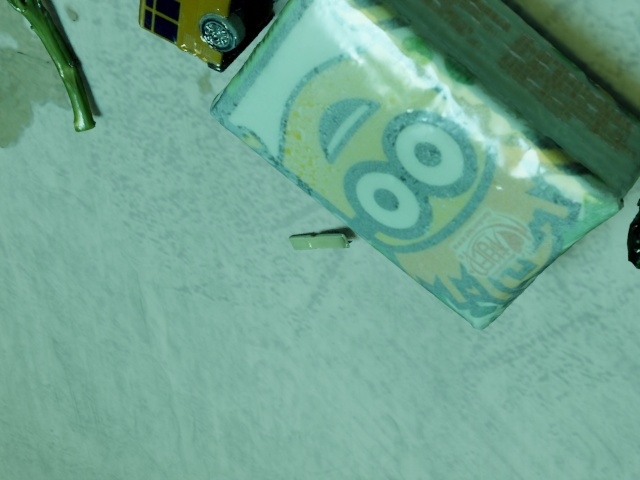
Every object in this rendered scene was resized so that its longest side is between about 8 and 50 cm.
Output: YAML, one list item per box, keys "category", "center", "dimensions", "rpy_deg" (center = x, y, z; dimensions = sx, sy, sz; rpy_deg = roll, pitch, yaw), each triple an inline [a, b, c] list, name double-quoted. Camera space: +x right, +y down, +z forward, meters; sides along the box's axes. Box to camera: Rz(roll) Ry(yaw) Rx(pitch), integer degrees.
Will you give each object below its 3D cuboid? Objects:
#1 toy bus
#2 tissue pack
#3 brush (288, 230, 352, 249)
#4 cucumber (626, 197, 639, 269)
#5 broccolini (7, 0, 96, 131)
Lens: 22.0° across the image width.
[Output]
- category: "toy bus"
  center: [-0.087, -0.255, 1.372]
  dimensions: [0.114, 0.098, 0.201]
  rpy_deg: [28, 141, 13]
- category: "tissue pack"
  center: [0.089, -0.096, 1.364]
  dimensions: [0.311, 0.128, 0.228]
  rpy_deg: [39, 141, -3]
- category: "brush"
  center: [0.000, 0.000, 1.611]
  dimensions: [0.083, 0.013, 0.016]
  rpy_deg: [-4, 120, 49]
- category: "cucumber"
  center: [0.291, -0.074, 1.290]
  dimensions: [0.044, 0.043, 0.256]
  rpy_deg: [11, 135, -1]
- category: "broccolini"
  center: [-0.275, -0.207, 1.603]
  dimensions: [0.051, 0.054, 0.239]
  rpy_deg: [48, 163, 54]
